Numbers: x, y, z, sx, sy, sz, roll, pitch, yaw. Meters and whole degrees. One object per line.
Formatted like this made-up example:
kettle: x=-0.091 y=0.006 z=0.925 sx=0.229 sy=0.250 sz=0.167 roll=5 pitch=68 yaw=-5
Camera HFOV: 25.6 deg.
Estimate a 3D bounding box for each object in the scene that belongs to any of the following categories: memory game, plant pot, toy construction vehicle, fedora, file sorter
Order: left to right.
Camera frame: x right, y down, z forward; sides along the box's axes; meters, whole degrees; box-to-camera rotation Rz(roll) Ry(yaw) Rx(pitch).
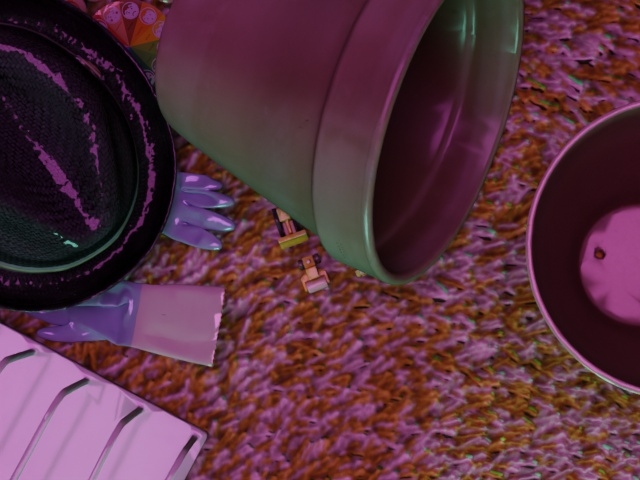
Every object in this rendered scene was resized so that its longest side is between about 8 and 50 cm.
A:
fedora: x=-0.286 y=-0.089 z=1.346 sx=0.334 sy=0.152 sz=0.334 roll=0 pitch=91 yaw=-15
file sorter: x=-0.281 y=0.219 z=1.390 sx=0.277 sy=0.173 sz=0.193 roll=28 pitch=88 yaw=-1
memory game: x=-0.198 y=-0.203 z=1.473 sx=0.186 sy=0.012 sz=0.186 roll=-3 pitch=105 yaw=-11
toy construction vehicle: x=0.000 y=0.000 z=1.464 sx=0.086 sy=0.035 sz=0.098 roll=-17 pitch=84 yaw=4
plant pot: x=0.005 y=-0.151 z=1.364 sx=0.280 sy=0.323 sz=0.323 roll=19 pitch=88 yaw=23
plant pot: x=0.314 y=0.014 z=1.311 sx=0.256 sy=0.274 sz=0.256 roll=0 pitch=86 yaw=6

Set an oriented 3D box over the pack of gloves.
pack of gloves: x=-0.198 y=0.021 z=1.488 sx=0.232 sy=0.046 sz=0.195 roll=7 pitch=85 yaw=17
